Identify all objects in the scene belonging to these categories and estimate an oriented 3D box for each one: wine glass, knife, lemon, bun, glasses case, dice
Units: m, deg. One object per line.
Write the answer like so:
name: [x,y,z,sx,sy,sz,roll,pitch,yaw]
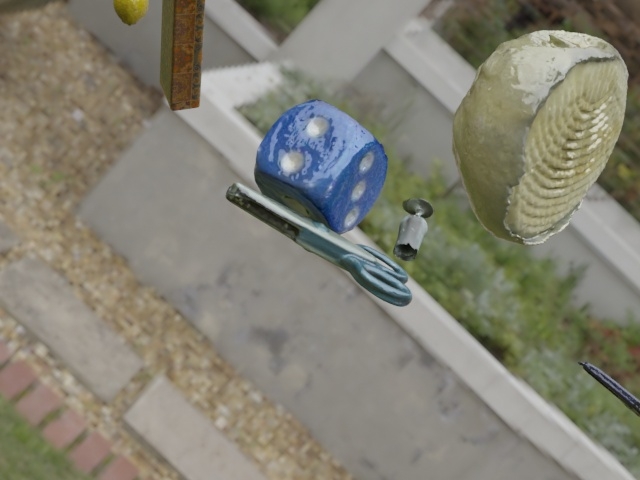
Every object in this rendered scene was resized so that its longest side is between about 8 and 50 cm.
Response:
wine glass: [0.112,-0.013,1.791,0.042,0.039,0.083,22,52,0]
knife: [0.419,0.210,2.051,0.121,0.018,0.031,41,-3,17]
lemon: [-0.342,-0.433,2.582,0.065,0.092,0.065,4,-7,1]
bun: [0.333,-0.183,2.313,0.202,0.364,0.364,28,2,32]
glasses case: [-0.196,-0.297,2.055,0.049,0.218,0.075,-8,43,-17]
dice: [0.000,-0.101,2.002,0.143,0.146,0.146,30,-14,29]

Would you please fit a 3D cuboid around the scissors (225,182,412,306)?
scissors: [0.000,0.000,1.947,0.289,0.041,0.138,28,20,-11]
